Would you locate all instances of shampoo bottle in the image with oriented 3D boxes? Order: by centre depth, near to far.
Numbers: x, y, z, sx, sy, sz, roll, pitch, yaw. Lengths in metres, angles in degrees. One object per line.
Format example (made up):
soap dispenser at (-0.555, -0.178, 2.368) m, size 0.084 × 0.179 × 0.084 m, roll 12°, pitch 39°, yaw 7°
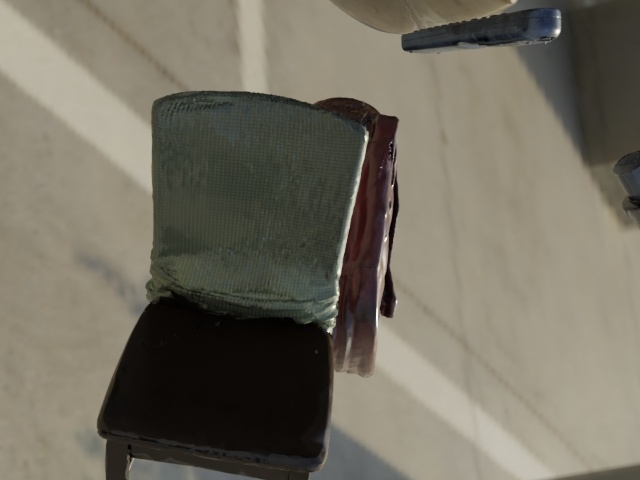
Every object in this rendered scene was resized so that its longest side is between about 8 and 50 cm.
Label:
shampoo bottle at (0.422, -0.016, 2.135) m, size 0.214 × 0.072 × 0.072 m, roll 53°, pitch 28°, yaw -26°

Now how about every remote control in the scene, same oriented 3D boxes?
remote control at (0.125, -0.159, 1.356) m, size 0.043 × 0.152 × 0.027 m, roll -10°, pitch 96°, yaw -36°

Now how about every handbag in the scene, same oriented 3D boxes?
handbag at (0.000, 0.000, 1.451) m, size 0.146 × 0.135 × 0.225 m, roll 97°, pitch 0°, yaw -57°

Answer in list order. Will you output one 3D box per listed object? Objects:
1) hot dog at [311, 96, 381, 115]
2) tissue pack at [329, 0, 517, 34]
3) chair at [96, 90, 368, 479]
hot dog at (0.001, -0.076, 1.643) m, size 0.065 × 0.147 × 0.099 m, roll -18°, pitch 89°, yaw -50°
tissue pack at (0.095, -0.449, 2.129) m, size 0.267 × 0.276 × 0.387 m, roll 37°, pitch 45°, yaw -62°
chair at (-0.061, 0.077, 1.233) m, size 0.186 × 0.160 × 0.319 m, roll -76°, pitch 175°, yaw -49°
